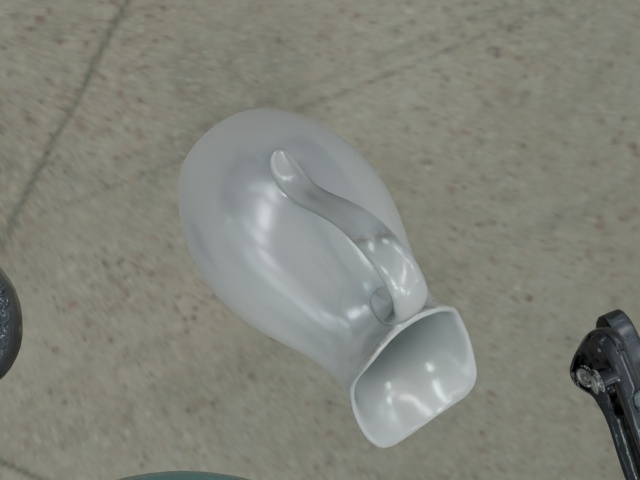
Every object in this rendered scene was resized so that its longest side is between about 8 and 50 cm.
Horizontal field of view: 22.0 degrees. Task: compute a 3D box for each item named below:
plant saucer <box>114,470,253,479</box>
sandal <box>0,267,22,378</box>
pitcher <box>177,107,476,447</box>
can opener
[{"bbox_3d":[-0.076,0.286,0.944,0.317,0.044,0.317,3,71,-10],"label":"plant saucer"},{"bbox_3d":[-0.296,0.037,1.129,0.097,0.254,0.054,-64,147,-14],"label":"sandal"},{"bbox_3d":[0.000,0.000,0.983,0.125,0.207,0.178,-31,149,-17],"label":"pitcher"},{"bbox_3d":[0.262,0.152,1.373,0.073,0.059,0.186,-23,99,-20],"label":"can opener"}]
